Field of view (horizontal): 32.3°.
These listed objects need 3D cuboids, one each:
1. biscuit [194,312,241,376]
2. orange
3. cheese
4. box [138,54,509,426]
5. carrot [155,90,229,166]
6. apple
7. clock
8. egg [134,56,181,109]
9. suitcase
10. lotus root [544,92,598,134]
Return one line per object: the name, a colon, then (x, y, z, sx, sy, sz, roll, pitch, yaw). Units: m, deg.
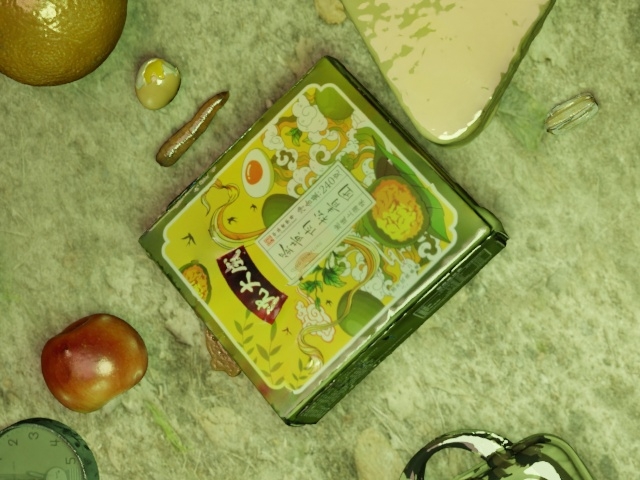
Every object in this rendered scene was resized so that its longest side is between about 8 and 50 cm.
biscuit: (-0.132, 0.118, 1.753, 0.133, 0.027, 0.184, -19, 87, 12)
orange: (-0.426, -0.376, 1.725, 0.264, 0.264, 0.264, 0, 90, 14)
cheese: (0.160, -0.369, 1.641, 0.384, 0.104, 0.384, 0, 89, 14)
box: (0.000, 0.000, 1.629, 0.420, 0.138, 0.373, -43, 72, 6)
carrot: (-0.203, -0.179, 1.769, 0.165, 0.036, 0.035, -44, 80, 7)
apple: (-0.358, 0.189, 1.743, 0.163, 0.163, 0.139, -33, 90, 12)
clock: (-0.472, 0.403, 1.830, 0.215, 0.042, 0.215, 0, 90, 14)
egg: (-0.262, -0.249, 1.764, 0.071, 0.071, 0.083, 30, 99, 12)
suitcase: (0.251, 0.430, 1.575, 0.351, 0.194, 0.339, -34, 76, 11)
lotus root: (0.368, -0.184, 1.627, 0.083, 0.030, 0.037, -29, 52, 9)
